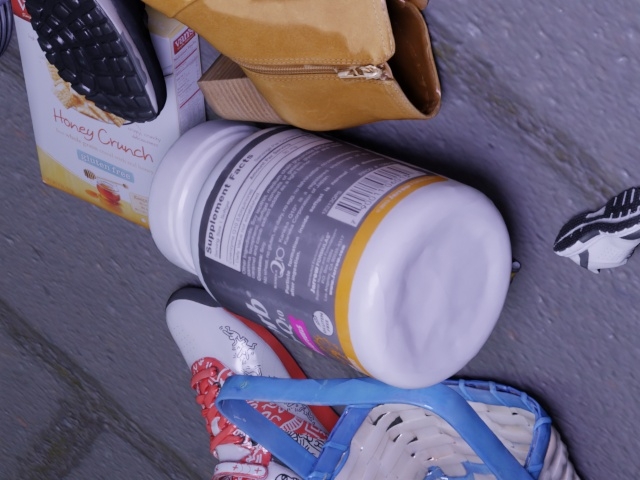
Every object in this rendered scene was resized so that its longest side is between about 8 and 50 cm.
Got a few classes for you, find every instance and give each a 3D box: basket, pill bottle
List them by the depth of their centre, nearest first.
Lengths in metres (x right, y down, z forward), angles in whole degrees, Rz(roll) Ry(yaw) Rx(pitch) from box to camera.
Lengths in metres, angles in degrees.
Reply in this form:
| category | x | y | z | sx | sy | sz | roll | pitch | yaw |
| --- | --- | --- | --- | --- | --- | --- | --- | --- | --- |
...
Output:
| category | x | y | z | sx | sy | sz | roll | pitch | yaw |
| --- | --- | --- | --- | --- | --- | --- | --- | --- | --- |
| pill bottle | 0.000 | 0.000 | 1.453 | 0.278 | 0.162 | 0.162 | 22 | 141 | 44 |
| basket | 0.080 | 0.199 | 1.558 | 0.255 | 0.201 | 0.289 | -2 | 139 | 46 |

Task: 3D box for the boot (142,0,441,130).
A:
| category | x | y | z | sx | sy | sz | roll | pitch | yaw |
| --- | --- | --- | --- | --- | --- | --- | --- | --- | --- |
| boot | -0.040 | -0.200 | 1.360 | 0.211 | 0.104 | 0.295 | -2 | 135 | 38 |

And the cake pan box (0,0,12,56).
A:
| category | x | y | z | sx | sy | sz | roll | pitch | yaw |
| --- | --- | --- | --- | --- | --- | --- | --- | --- | --- |
| cake pan box | -0.398 | -0.248 | 1.670 | 0.267 | 0.070 | 0.245 | 39 | 146 | 4 |

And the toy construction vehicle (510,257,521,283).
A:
| category | x | y | z | sx | sy | sz | roll | pitch | yaw |
| --- | --- | --- | --- | --- | --- | --- | --- | --- | --- |
| toy construction vehicle | 0.102 | 0.022 | 1.505 | 0.098 | 0.035 | 0.086 | 38 | 144 | 6 |

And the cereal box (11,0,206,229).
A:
| category | x | y | z | sx | sy | sz | roll | pitch | yaw |
| --- | --- | --- | --- | --- | --- | --- | --- | --- | --- |
| cereal box | -0.179 | -0.120 | 1.611 | 0.173 | 0.047 | 0.240 | 23 | 140 | 25 |

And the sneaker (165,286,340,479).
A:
| category | x | y | z | sx | sy | sz | roll | pitch | yaw |
| --- | --- | --- | --- | --- | --- | --- | --- | --- | --- |
| sneaker | -0.074 | 0.177 | 1.739 | 0.270 | 0.145 | 0.090 | 47 | 144 | -6 |

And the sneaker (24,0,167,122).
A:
| category | x | y | z | sx | sy | sz | roll | pitch | yaw |
| --- | --- | --- | --- | --- | --- | --- | --- | --- | --- |
| sneaker | -0.171 | -0.225 | 1.431 | 0.107 | 0.124 | 0.283 | 10 | 138 | 43 |

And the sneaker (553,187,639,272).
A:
| category | x | y | z | sx | sy | sz | roll | pitch | yaw |
| --- | --- | --- | --- | --- | --- | --- | --- | --- | --- |
| sneaker | 0.221 | -0.006 | 1.370 | 0.044 | 0.040 | 0.109 | 35 | 151 | -18 |
